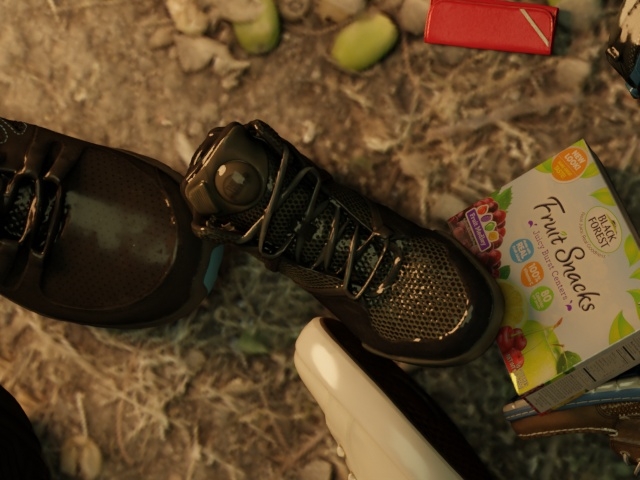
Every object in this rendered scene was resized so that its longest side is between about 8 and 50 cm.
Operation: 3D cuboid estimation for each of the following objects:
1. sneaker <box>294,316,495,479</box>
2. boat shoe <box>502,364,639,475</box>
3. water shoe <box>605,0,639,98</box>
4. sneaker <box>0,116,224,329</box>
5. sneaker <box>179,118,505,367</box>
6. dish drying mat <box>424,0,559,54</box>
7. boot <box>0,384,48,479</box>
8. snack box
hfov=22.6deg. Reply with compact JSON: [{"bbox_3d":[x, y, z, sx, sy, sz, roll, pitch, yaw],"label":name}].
[{"bbox_3d":[0.055,0.183,0.971,0.123,0.106,0.290,-40,78,12],"label":"sneaker"},{"bbox_3d":[0.200,0.105,0.949,0.183,0.066,0.066,-11,93,22],"label":"boat shoe"},{"bbox_3d":[0.215,-0.100,0.960,0.080,0.073,0.203,4,90,45],"label":"water shoe"},{"bbox_3d":[-0.230,-0.026,1.054,0.341,0.139,0.125,17,92,17],"label":"sneaker"},{"bbox_3d":[0.000,0.000,0.955,0.227,0.130,0.087,37,99,33],"label":"sneaker"},{"bbox_3d":[0.108,-0.137,1.016,0.083,0.008,0.032,9,92,18],"label":"dish drying mat"},{"bbox_3d":[-0.293,0.273,1.025,0.260,0.131,0.348,-26,46,11],"label":"boot"},{"bbox_3d":[0.144,0.020,0.951,0.100,0.037,0.141,-31,49,13],"label":"snack box"}]
